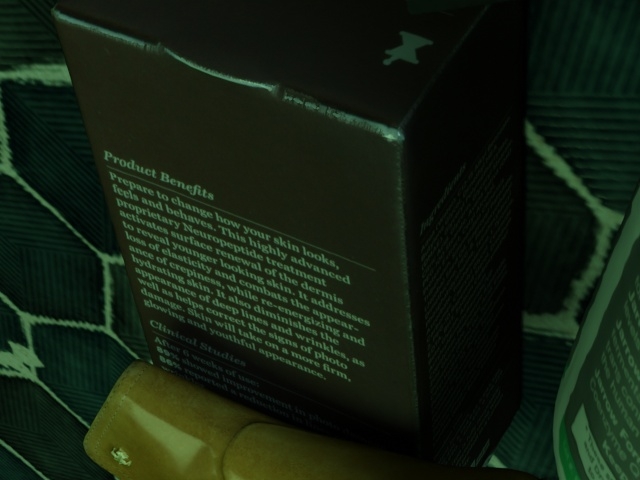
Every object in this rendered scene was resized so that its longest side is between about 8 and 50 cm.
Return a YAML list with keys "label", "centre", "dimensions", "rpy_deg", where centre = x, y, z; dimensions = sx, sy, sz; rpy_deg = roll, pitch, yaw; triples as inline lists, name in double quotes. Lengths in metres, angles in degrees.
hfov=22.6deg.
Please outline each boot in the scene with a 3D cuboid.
- label: "boot"
  centre: [-0.019, 0.132, 0.848]
  dimensions: [0.211, 0.104, 0.295]
  rpy_deg: [37, 152, -3]

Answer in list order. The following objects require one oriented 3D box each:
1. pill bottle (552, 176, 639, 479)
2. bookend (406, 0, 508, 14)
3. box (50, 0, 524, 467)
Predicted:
- label: "pill bottle"
  centre: [0.221, 0.007, 0.616]
  dimensions: [0.204, 0.204, 0.361]
  rpy_deg: [27, 148, 13]
- label: "bookend"
  centre: [0.076, -0.179, 0.634]
  dimensions: [0.157, 0.072, 0.156]
  rpy_deg: [-2, 131, 46]
- label: "box"
  centre: [0.000, 0.000, 0.882]
  dimensions: [0.191, 0.143, 0.381]
  rpy_deg: [22, 147, 22]
